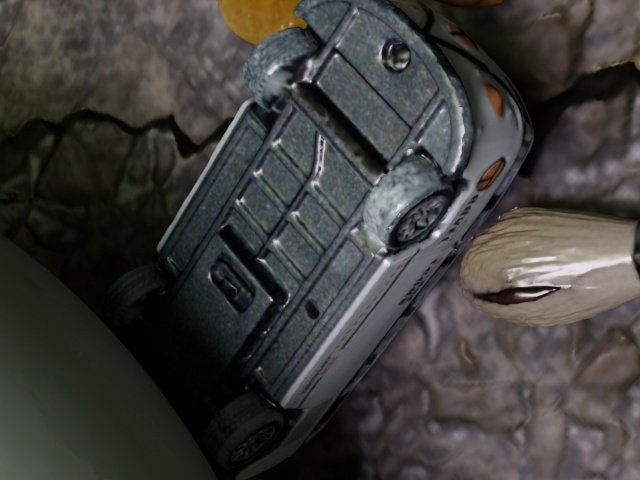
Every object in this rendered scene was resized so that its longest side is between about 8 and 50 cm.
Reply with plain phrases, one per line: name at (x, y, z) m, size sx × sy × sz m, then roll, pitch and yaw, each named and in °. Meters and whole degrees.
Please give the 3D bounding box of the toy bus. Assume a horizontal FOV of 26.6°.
toy bus at (0.000, 0.000, 0.479) m, size 0.087 × 0.089 × 0.194 m, roll 49°, pitch 124°, yaw 22°

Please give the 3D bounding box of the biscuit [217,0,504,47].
biscuit at (0.038, -0.176, 0.478) m, size 0.249 × 0.035 × 0.184 m, roll -41°, pitch 71°, yaw 30°

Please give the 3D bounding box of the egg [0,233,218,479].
egg at (-0.168, 0.123, 0.426) m, size 0.389 × 0.276 × 0.276 m, roll 41°, pitch 115°, yaw 33°

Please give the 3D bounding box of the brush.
brush at (0.171, -0.004, 0.388) m, size 0.299 × 0.042 × 0.039 m, roll -8°, pitch 62°, yaw 35°
